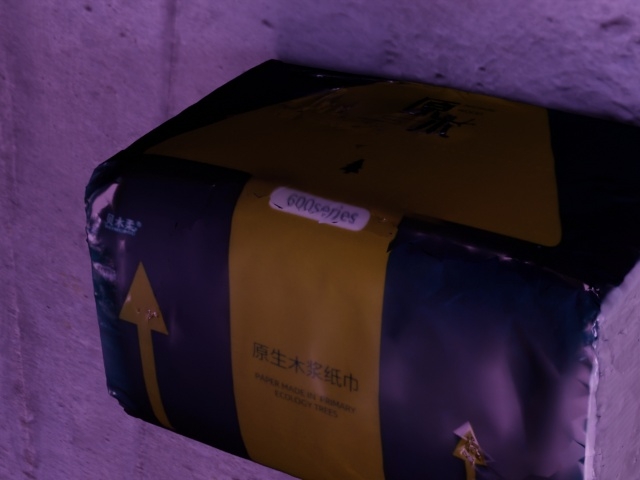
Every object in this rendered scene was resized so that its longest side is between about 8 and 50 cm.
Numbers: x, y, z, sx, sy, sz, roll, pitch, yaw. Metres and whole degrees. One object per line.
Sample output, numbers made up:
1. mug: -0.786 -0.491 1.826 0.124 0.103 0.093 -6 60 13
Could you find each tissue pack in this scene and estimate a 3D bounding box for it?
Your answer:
1. tissue pack: 0.064 0.037 1.084 0.417 0.264 0.253 14 122 31
